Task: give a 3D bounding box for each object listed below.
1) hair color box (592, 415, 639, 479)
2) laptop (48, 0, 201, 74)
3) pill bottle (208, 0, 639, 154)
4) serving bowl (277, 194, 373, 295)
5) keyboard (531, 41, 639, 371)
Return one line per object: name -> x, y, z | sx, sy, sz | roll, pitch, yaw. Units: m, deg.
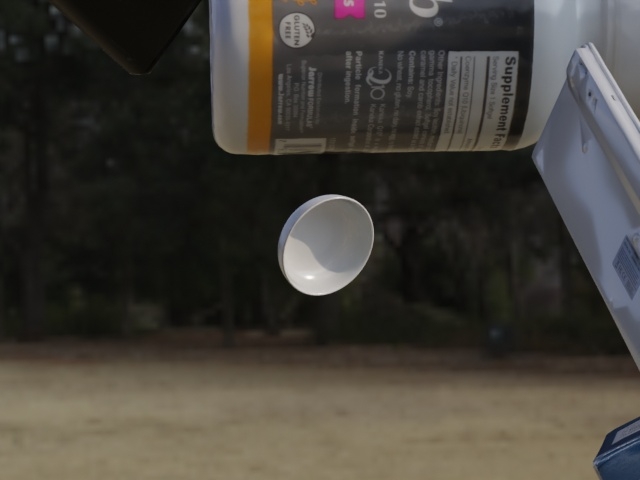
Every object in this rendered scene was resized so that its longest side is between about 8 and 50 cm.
hair color box -> 0.318, 0.275, 1.316 | 0.105, 0.347, 0.174 | -28, -5, 11
laptop -> -0.097, -0.268, 1.041 | 0.234, 0.264, 0.136 | 42, -5, -2
pill bottle -> 0.068, -0.135, 1.202 | 0.278, 0.162, 0.162 | -2, -3, -4
serving bowl -> 0.000, 0.000, 1.483 | 0.083, 0.083, 0.027 | 0, 23, -34
keyboard -> 0.144, 0.004, 0.851 | 0.014, 0.072, 0.256 | 4, 35, -16
